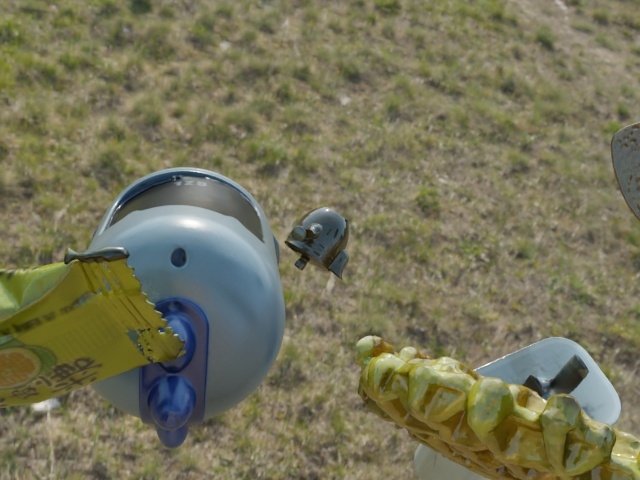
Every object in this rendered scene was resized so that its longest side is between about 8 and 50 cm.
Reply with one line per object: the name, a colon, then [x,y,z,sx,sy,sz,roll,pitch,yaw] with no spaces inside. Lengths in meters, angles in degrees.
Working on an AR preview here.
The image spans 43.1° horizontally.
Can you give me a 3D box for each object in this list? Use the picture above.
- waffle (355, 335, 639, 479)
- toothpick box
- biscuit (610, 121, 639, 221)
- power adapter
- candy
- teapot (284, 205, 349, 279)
waffle: [0.147,0.141,0.562,0.219,0.229,0.057,12,71,41]
toothpick box: [-0.159,0.073,0.927,0.262,0.263,0.355,11,13,-10]
biscuit: [0.377,-0.058,0.785,0.029,0.142,0.220,19,4,-43]
power adapter: [0.227,0.208,0.929,0.187,0.255,0.124,-20,59,-22]
candy: [-0.277,0.082,0.676,0.297,0.187,0.081,-8,56,5]
teapot: [0.000,0.000,0.950,0.085,0.110,0.080,32,81,17]
